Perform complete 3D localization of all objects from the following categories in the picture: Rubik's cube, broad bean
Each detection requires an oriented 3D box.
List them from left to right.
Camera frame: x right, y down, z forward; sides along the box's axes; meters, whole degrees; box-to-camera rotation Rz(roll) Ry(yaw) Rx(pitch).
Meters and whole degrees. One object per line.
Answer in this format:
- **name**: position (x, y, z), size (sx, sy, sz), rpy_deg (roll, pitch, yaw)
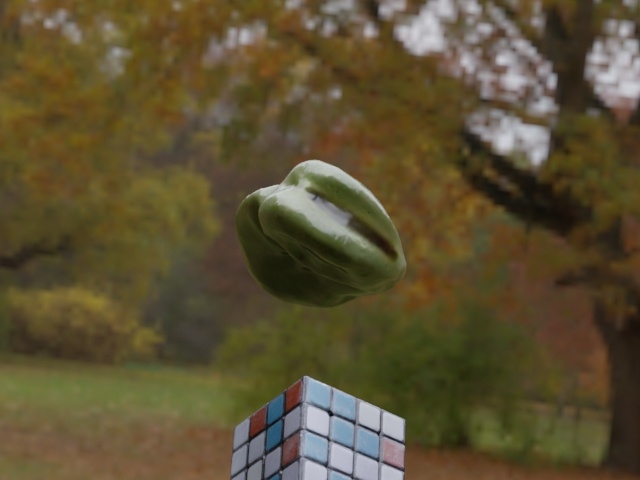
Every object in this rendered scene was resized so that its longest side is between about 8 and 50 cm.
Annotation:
- **Rubik's cube**: position (-0.003, 0.166, 1.356), size (0.092, 0.092, 0.092), rpy_deg (25, -42, -26)
- **broad bean**: position (-0.002, 0.002, 1.631), size (0.153, 0.072, 0.207), rpy_deg (32, -19, 4)
